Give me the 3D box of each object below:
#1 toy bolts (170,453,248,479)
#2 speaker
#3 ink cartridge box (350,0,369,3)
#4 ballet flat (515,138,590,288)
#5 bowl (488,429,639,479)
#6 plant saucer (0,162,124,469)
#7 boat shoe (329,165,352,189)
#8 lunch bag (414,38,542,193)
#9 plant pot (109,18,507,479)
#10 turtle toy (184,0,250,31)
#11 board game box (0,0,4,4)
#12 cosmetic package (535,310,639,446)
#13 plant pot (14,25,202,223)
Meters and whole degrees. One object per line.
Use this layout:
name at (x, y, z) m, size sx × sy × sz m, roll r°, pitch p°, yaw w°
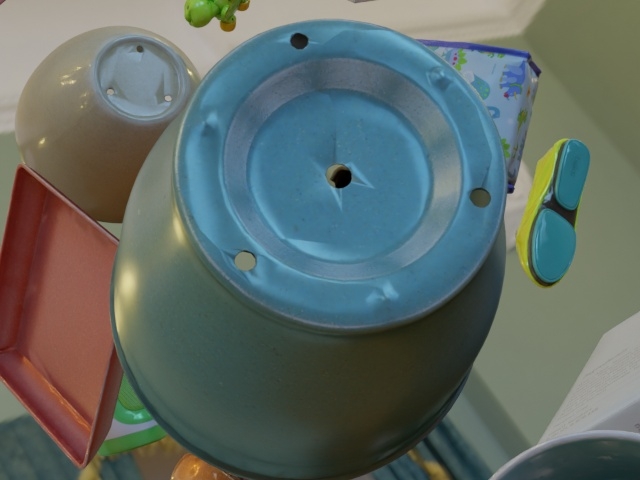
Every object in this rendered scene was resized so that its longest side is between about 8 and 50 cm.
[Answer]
toy bolts at (-0.133, 0.233, 1.153) m, size 0.158 × 0.218 × 0.228 m, roll -48°, pitch -21°, yaw -23°
speaker at (-0.321, 0.167, 1.763) m, size 0.131 × 0.297 × 0.131 m, roll -15°, pitch -1°, yaw 0°
ink cartridge box at (0.032, -0.376, 1.574) m, size 0.109 × 0.150 × 0.063 m, roll -19°, pitch -51°, yaw -43°
ballet flat at (0.286, -0.028, 1.479) m, size 0.077 × 0.077 × 0.231 m, roll -27°, pitch 35°, yaw 51°
bowl at (0.286, 0.332, 1.087) m, size 0.311 × 0.311 × 0.163 m, roll -42°, pitch -23°, yaw 15°
plant saucer at (-0.283, 0.078, 1.302) m, size 0.047 × 0.259 × 0.258 m, roll -2°, pitch -64°, yaw -42°
boat shoe at (0.064, -0.087, 1.811) m, size 0.095 × 0.095 × 0.257 m, roll -35°, pitch 21°, yaw 25°
lunch bag at (0.123, -0.122, 1.122) m, size 0.096 × 0.151 × 0.129 m, roll 21°, pitch -98°, yaw -70°
plant pot at (0.000, 0.000, 0.734) m, size 0.271 × 0.272 × 0.255 m, roll -28°, pitch -13°, yaw -16°
turtle toy at (-0.144, -0.345, 1.646) m, size 0.095 × 0.066 × 0.130 m, roll 101°, pitch -166°, yaw -53°
board game box at (-0.377, -0.228, 1.219) m, size 0.145 × 0.027 × 0.281 m, roll -8°, pitch 37°, yaw 54°
cosmetic package at (0.554, 0.259, 1.596) m, size 0.327 × 0.329 × 0.393 m, roll -42°, pitch -1°, yaw 37°
plant pot at (-0.271, -0.188, 1.637) m, size 0.284 × 0.284 × 0.191 m, roll -23°, pitch -8°, yaw -27°
